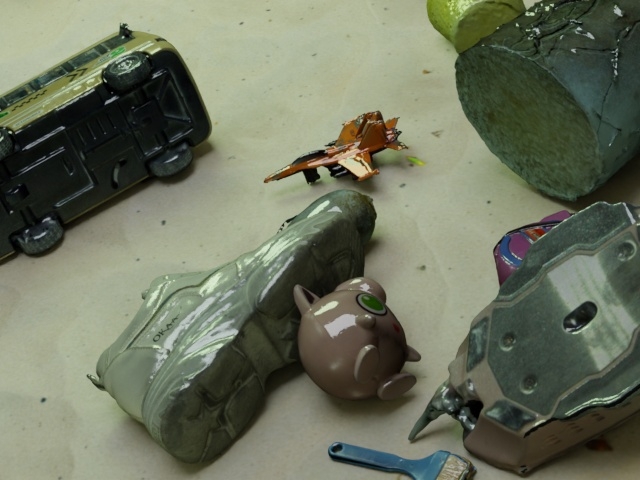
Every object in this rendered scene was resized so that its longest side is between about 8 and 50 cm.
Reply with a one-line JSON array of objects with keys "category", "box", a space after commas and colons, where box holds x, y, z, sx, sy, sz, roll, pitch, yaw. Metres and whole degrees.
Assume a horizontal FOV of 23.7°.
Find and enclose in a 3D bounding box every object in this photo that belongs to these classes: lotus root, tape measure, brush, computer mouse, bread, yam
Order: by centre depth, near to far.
[{"category": "computer mouse", "box": [0.251, 0.111, 1.499, 0.389, 0.115, 0.199, -39, 47, 24]}, {"category": "brush", "box": [0.078, 0.225, 1.539, 0.164, 0.014, 0.051, 6, 43, 32]}, {"category": "tape measure", "box": [0.253, 0.026, 1.660, 0.125, 0.074, 0.118, -21, 31, -10]}, {"category": "yam", "box": [0.331, -0.215, 1.801, 0.241, 0.241, 0.348, 20, 48, 41]}, {"category": "lotus root", "box": [-0.002, -0.002, 1.810, 0.165, 0.088, 0.088, -39, 40, -9]}, {"category": "bread", "box": [0.216, -0.316, 2.087, 0.129, 0.111, 0.114, -24, 45, 1]}]

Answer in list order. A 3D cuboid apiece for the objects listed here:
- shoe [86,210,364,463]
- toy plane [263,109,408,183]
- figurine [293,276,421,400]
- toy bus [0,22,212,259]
[{"category": "shoe", "box": [-0.112, 0.076, 1.708, 0.210, 0.132, 0.342, 22, 60, 42]}, {"category": "toy plane", "box": [0.020, -0.103, 1.950, 0.188, 0.062, 0.135, -29, 36, 11]}, {"category": "figurine", "box": [0.035, 0.106, 1.615, 0.125, 0.125, 0.138, -28, 42, -11]}, {"category": "toy bus", "box": [-0.344, -0.139, 2.058, 0.365, 0.177, 0.202, -30, 32, -11]}]
